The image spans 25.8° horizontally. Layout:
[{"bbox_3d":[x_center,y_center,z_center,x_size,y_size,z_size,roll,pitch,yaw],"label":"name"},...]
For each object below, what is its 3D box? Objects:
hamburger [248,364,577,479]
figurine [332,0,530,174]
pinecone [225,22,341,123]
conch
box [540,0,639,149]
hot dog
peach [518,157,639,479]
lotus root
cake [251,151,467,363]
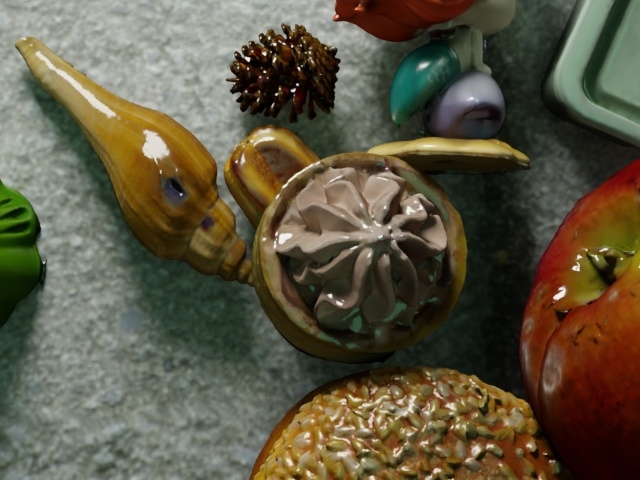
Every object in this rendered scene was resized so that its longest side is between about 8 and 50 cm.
[{"bbox_3d":[0.084,0.274,1.291,0.330,0.250,0.330,0,91,-6],"label":"hamburger"},{"bbox_3d":[0.115,-0.198,1.325,0.208,0.181,0.257,1,85,12],"label":"figurine"},{"bbox_3d":[-0.035,-0.163,1.356,0.109,0.102,0.102,4,91,22],"label":"pinecone"},{"bbox_3d":[-0.170,-0.078,1.337,0.109,0.093,0.330,-42,95,-6],"label":"conch"},{"bbox_3d":[0.330,-0.233,1.341,0.175,0.182,0.312,23,89,-6],"label":"box"},{"bbox_3d":[0.000,0.000,1.370,0.250,0.076,0.104,48,67,-8],"label":"hot dog"},{"bbox_3d":[0.393,0.108,1.179,0.416,0.339,0.353,36,122,-14],"label":"peach"},{"bbox_3d":[-0.351,0.009,1.284,0.186,0.186,0.186,0,91,-6],"label":"lotus root"},{"bbox_3d":[0.048,0.012,1.253,0.207,0.178,0.185,16,75,-20],"label":"cake"}]
